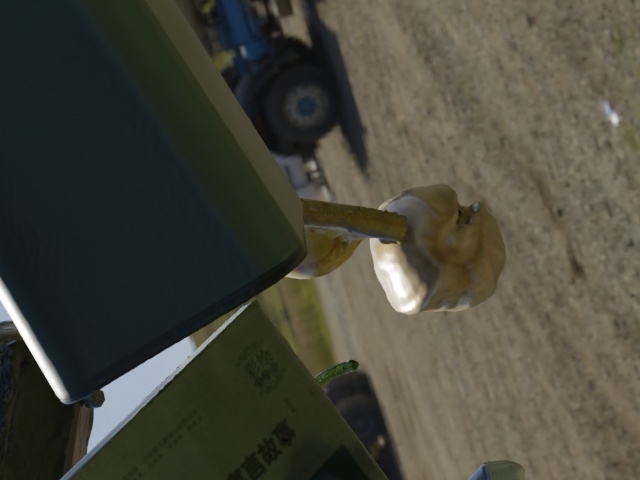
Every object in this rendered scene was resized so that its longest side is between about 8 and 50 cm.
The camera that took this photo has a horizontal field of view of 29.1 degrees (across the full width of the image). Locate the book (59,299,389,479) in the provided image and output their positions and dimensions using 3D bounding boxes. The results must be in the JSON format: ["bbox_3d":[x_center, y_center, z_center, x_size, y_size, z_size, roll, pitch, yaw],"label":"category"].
[{"bbox_3d":[-0.042,0.220,0.936,0.283,0.215,0.025,53,153,-16],"label":"book"}]

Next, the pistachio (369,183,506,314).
[{"bbox_3d":[0.127,0.013,1.418,0.229,0.157,0.157,-146,39,-80],"label":"pistachio"}]

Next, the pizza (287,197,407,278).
[{"bbox_3d":[-0.004,0.001,1.354,0.188,0.204,0.081,54,-135,-75],"label":"pizza"}]

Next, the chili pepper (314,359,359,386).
[{"bbox_3d":[0.006,0.152,1.307,0.017,0.083,0.030,47,-172,-44],"label":"chili pepper"}]

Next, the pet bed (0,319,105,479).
[{"bbox_3d":[-0.344,0.208,1.467,0.183,0.159,0.211,0,-81,-65],"label":"pet bed"}]

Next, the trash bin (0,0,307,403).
[{"bbox_3d":[-0.156,-0.112,0.723,0.344,0.158,0.223,61,-176,-10],"label":"trash bin"}]

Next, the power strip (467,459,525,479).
[{"bbox_3d":[0.133,0.249,0.864,0.081,0.035,0.192,107,158,-63],"label":"power strip"}]
